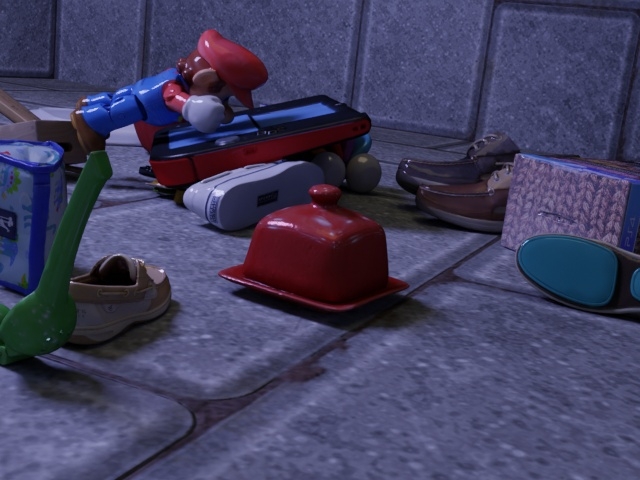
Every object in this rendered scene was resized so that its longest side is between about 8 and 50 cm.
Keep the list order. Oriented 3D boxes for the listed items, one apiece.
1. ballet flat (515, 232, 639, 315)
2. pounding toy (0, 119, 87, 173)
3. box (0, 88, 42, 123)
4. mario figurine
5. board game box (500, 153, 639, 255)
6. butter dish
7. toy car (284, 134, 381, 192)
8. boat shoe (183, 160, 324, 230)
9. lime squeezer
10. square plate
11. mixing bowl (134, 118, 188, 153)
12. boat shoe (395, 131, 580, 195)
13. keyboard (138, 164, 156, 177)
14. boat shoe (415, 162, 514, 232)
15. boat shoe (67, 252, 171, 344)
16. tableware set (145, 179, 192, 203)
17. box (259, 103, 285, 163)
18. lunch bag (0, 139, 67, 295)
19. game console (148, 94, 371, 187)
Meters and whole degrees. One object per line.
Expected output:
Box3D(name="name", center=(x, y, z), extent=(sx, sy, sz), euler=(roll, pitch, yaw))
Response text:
Box3D(name="ballet flat", center=(0.347, 0.052, 0.935), extent=(0.248, 0.086, 0.086), euler=(16, 16, 30))
Box3D(name="pounding toy", center=(-0.451, -0.145, 1.370), extent=(0.130, 0.100, 0.141), euler=(-3, 5, 26))
Box3D(name="box", center=(-0.587, -0.246, 1.605), extent=(0.201, 0.021, 0.164), euler=(37, 2, -11))
Box3D(name="mario figurine", center=(-0.233, -0.213, 1.353), extent=(0.320, 0.198, 0.170), euler=(-19, -28, 6))
Box3D(name="board game box", center=(0.451, -0.031, 1.170), extent=(0.290, 0.141, 0.232), euler=(1, 14, -24))
Box3D(name="butter dish", center=(0.000, 0.000, 0.862), extent=(0.160, 0.118, 0.159), euler=(14, 14, 31))
Box3D(name="toy car", center=(0.025, -0.168, 1.570), extent=(0.181, 0.136, 0.159), euler=(-1, 14, -29))
Box3D(name="boat shoe", center=(-0.091, -0.076, 1.205), extent=(0.084, 0.095, 0.258), euler=(20, 17, 31))
Box3D(name="lime squeezer", center=(-0.246, 0.043, 0.615), extent=(0.310, 0.110, 0.059), euler=(-21, 13, 35))
Box3D(name="square plate", center=(-0.524, -0.274, 1.963), extent=(0.347, 0.049, 0.344), euler=(-1, 15, -30))
Box3D(name="mixing bowl", center=(-0.320, -0.232, 1.764), extent=(0.181, 0.098, 0.181), euler=(5, 13, -1))
Box3D(name="boat shoe", center=(0.308, -0.124, 1.482), extent=(0.355, 0.130, 0.132), euler=(7, -4, -12))
Box3D(name="keyboard", center=(-0.262, -0.145, 1.552), extent=(0.100, 0.038, 0.192), euler=(14, 14, 32))
Box3D(name="boat shoe", center=(0.318, -0.074, 1.348), extent=(0.324, 0.117, 0.123), euler=(6, 13, -3))
Box3D(name="boat shoe", center=(-0.176, 0.041, 0.726), extent=(0.062, 0.059, 0.170), euler=(9, 13, 10))
Box3D(name="tableware set", center=(-0.216, -0.083, 1.341), extent=(0.103, 0.024, 0.154), euler=(11, 12, 5))
Box3D(name="box", center=(-0.081, -0.246, 1.881), extent=(0.072, 0.126, 0.137), euler=(11, 14, 23))
Box3D(name="lunch bag", center=(-0.291, -0.026, 0.807), extent=(0.096, 0.129, 0.151), euler=(-3, 18, -31))
Box3D(name="game console", center=(-0.116, -0.186, 1.394), extent=(0.341, 0.060, 0.386), euler=(-17, 18, -5))
